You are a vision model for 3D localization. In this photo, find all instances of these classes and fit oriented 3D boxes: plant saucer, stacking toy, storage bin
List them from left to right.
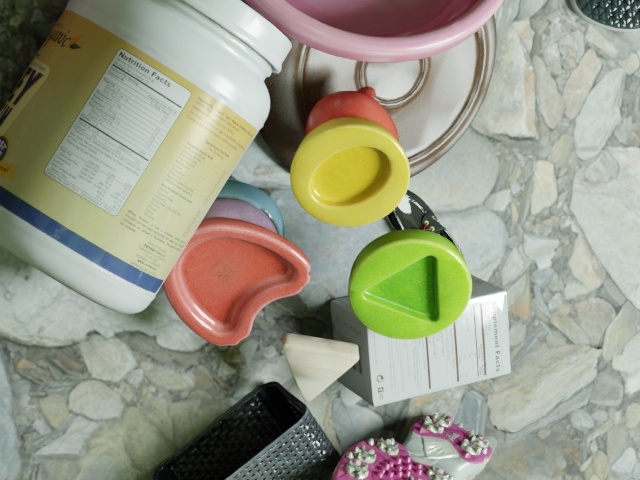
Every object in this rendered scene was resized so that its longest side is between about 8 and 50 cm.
[{"bbox_3d":[-0.082,0.254,1.788,0.180,0.122,0.084,-37,115,-12],"label":"storage bin"},{"bbox_3d":[0.000,0.000,1.725,0.309,0.130,0.279,-32,120,19],"label":"stacking toy"},{"bbox_3d":[0.039,-0.321,1.644,0.332,0.084,0.332,5,68,-13],"label":"plant saucer"},{"bbox_3d":[0.070,-0.193,1.759,0.310,0.050,0.311,-11,115,-24],"label":"plant saucer"}]

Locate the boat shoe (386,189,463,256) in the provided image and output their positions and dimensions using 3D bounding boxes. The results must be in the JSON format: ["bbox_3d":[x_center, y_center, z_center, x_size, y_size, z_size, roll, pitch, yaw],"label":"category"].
[{"bbox_3d":[0.121,-0.010,1.859,0.049,0.042,0.133,-42,115,-7],"label":"boat shoe"}]

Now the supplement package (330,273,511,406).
[{"bbox_3d":[0.116,0.111,1.851,0.179,0.105,0.105,-11,106,-22],"label":"supplement package"}]

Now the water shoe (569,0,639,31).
[{"bbox_3d":[0.393,-0.285,1.897,0.203,0.080,0.073,0,101,1],"label":"water shoe"}]

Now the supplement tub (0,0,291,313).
[{"bbox_3d":[-0.191,-0.111,1.584,0.228,0.228,0.316,33,88,-28],"label":"supplement tub"}]

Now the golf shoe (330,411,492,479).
[{"bbox_3d":[0.093,0.292,1.827,0.306,0.115,0.140,-7,127,-59],"label":"golf shoe"}]
